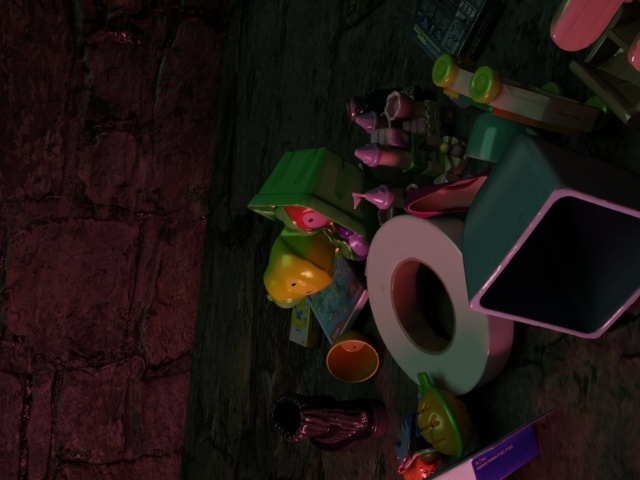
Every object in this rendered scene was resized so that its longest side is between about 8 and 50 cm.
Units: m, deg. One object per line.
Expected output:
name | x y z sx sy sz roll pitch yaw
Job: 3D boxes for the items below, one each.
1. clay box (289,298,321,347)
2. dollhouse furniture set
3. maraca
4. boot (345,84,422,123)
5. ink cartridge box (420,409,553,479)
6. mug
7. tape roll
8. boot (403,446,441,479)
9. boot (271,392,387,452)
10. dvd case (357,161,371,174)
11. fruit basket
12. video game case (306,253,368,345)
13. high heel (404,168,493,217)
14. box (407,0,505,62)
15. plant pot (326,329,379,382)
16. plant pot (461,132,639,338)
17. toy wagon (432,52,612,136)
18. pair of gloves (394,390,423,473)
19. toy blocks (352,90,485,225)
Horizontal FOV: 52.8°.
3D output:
clay box | -0.041 0.213 2.017 0.127 0.053 0.222 6 88 63
dollhouse furniture set | 0.373 -0.339 0.912 0.257 0.394 0.362 -64 33 36
maraca | 0.236 0.343 1.278 0.186 0.099 0.127 -121 20 -50
boot | 0.177 -0.341 1.640 0.178 0.236 0.085 -6 97 21
ink cartridge box | 0.273 0.433 1.196 0.069 0.175 0.371 59 140 22
mug | 0.361 -0.191 1.219 0.157 0.129 0.097 18 102 27
tape roll | 0.232 0.128 1.341 0.392 0.072 0.392 36 133 50
boot | 0.232 0.505 1.414 0.158 0.059 0.085 114 146 -48
boot | -0.017 0.475 1.683 0.348 0.260 0.131 -44 47 52
dvd case | 0.075 -0.098 1.826 0.221 0.018 0.165 -44 45 32
fruit basket | 0.000 0.000 1.586 0.283 0.392 0.392 4 88 52
video game case | 0.035 0.137 1.823 0.204 0.025 0.285 -63 34 23
high heel | 0.284 -0.086 1.227 0.117 0.244 0.082 -45 -47 -67
box | 0.300 -0.502 1.467 0.183 0.059 0.233 -65 33 33
plant pot | 0.083 0.289 1.690 0.095 0.134 0.134 -87 15 -63
plant pot | 0.374 -0.033 1.043 0.252 0.247 0.247 -95 25 -50
toy wagon | 0.326 -0.264 1.135 0.344 0.267 0.068 48 127 57
pair of gloves | 0.213 0.410 1.433 0.159 0.023 0.198 -74 8 -67
toy blocks | 0.192 -0.198 1.400 0.309 0.260 0.289 -24 63 61
